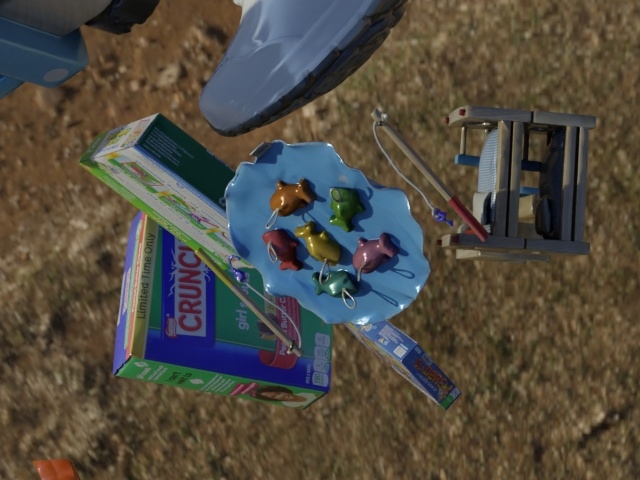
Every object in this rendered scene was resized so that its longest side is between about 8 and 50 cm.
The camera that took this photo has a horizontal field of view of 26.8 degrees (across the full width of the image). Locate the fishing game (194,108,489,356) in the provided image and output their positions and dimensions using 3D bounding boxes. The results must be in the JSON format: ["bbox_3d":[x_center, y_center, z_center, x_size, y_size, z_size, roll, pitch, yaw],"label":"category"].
[{"bbox_3d":[0.000,0.000,1.109,0.189,0.264,0.041,49,43,-12],"label":"fishing game"}]

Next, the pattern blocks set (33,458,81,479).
[{"bbox_3d":[-0.373,0.399,1.636,0.325,0.026,0.285,35,83,19],"label":"pattern blocks set"}]

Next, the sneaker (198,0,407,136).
[{"bbox_3d":[0.008,-0.193,0.865,0.129,0.111,0.297,41,110,5],"label":"sneaker"}]

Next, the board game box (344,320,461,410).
[{"bbox_3d":[0.095,0.144,1.861,0.035,0.136,0.201,-47,42,-6],"label":"board game box"}]

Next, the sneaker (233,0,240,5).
[{"bbox_3d":[-0.082,-0.283,1.206,0.292,0.118,0.110,1,62,-26],"label":"sneaker"}]

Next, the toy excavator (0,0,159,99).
[{"bbox_3d":[-0.392,-0.201,1.403,0.445,0.222,0.433,-29,71,27],"label":"toy excavator"}]

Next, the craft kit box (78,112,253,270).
[{"bbox_3d":[-0.161,-0.053,1.695,0.250,0.246,0.061,38,70,-20],"label":"craft kit box"}]

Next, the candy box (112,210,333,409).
[{"bbox_3d":[-0.143,0.099,2.075,0.317,0.122,0.268,11,63,-17],"label":"candy box"}]

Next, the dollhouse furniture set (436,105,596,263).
[{"bbox_3d":[0.169,-0.049,1.303,0.129,0.184,0.129,5,86,-10],"label":"dollhouse furniture set"}]
